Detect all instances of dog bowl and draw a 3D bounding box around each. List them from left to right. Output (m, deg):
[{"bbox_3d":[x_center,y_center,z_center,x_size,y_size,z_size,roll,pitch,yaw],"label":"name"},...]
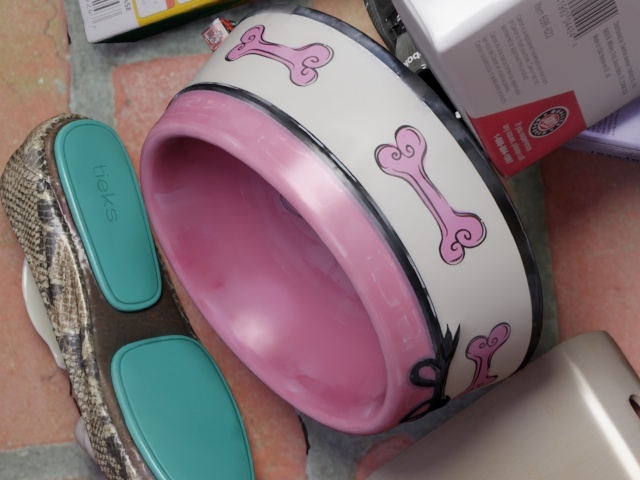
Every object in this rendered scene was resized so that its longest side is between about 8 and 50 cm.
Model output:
[{"bbox_3d":[0.000,0.000,1.701,0.150,0.408,0.408,-37,72,-26],"label":"dog bowl"}]

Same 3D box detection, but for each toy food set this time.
[{"bbox_3d":[0.203,0.256,1.796,0.306,0.092,0.220,-37,65,18],"label":"toy food set"}]

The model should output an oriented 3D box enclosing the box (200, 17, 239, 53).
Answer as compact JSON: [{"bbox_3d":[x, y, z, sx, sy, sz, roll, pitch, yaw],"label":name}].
[{"bbox_3d":[-0.054,-0.157,1.884,0.027,0.094,0.137,-39,77,20],"label":"box"}]

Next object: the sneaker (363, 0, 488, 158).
[{"bbox_3d":[0.103,-0.183,1.809,0.078,0.106,0.234,-36,77,19],"label":"sneaker"}]

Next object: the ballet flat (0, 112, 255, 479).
[{"bbox_3d":[-0.210,0.108,1.943,0.182,0.164,0.483,-37,70,42],"label":"ballet flat"}]

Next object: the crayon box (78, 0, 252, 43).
[{"bbox_3d":[-0.107,-0.333,1.869,0.323,0.083,0.203,-14,89,31],"label":"crayon box"}]

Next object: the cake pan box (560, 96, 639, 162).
[{"bbox_3d":[0.278,-0.203,1.655,0.246,0.070,0.267,10,84,7],"label":"cake pan box"}]

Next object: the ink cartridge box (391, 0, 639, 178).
[{"bbox_3d":[0.244,-0.252,1.482,0.385,0.279,0.160,-32,65,3],"label":"ink cartridge box"}]
